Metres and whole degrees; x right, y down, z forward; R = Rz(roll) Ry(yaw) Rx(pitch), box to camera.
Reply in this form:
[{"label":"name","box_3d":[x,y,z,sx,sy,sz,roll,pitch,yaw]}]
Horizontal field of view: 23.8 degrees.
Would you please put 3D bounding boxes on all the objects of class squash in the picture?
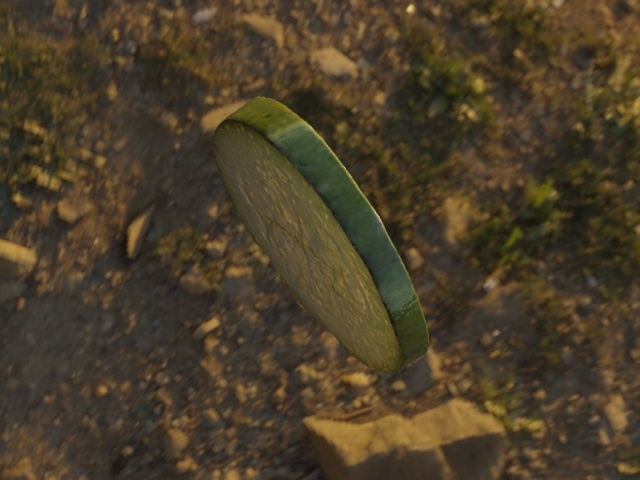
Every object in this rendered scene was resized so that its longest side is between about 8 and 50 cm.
[{"label":"squash","box_3d":[0.004,-0.003,1.058,0.041,0.219,0.219,-36,86,-15]}]
